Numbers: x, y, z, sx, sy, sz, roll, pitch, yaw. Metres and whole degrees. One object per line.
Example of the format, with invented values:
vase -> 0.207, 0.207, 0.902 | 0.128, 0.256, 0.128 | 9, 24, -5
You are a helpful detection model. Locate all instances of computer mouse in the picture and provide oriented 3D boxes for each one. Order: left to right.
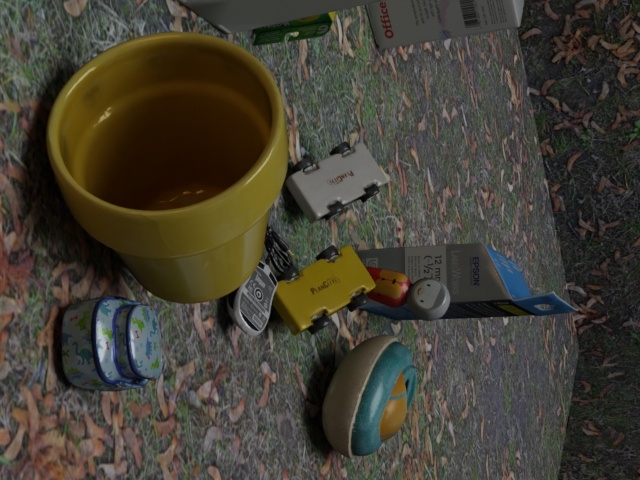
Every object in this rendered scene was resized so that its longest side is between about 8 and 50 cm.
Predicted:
computer mouse -> -0.095, 0.055, 1.906 | 0.106, 0.042, 0.193 | 52, 37, -29

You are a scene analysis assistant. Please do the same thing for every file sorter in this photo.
file sorter -> -0.045, -0.407, 1.831 | 0.193, 0.278, 0.173 | 24, 58, -67

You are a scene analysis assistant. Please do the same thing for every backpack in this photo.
backpack -> -0.225, 0.110, 1.484 | 0.114, 0.084, 0.105 | 14, 70, -66

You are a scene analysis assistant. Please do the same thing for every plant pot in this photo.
plant pot -> -0.154, -0.060, 1.520 | 0.239, 0.254, 0.254 | 81, 15, -55

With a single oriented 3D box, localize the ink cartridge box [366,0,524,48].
ink cartridge box -> 0.226, -0.491, 2.583 | 0.117, 0.278, 0.201 | -71, 149, -54

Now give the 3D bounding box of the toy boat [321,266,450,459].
toy boat -> 0.106, 0.197, 2.172 | 0.267, 0.148, 0.318 | -43, 146, -65

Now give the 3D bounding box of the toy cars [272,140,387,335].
toy cars -> 0.000, 0.000, 2.113 | 0.176, 0.087, 0.393 | 27, 49, -24

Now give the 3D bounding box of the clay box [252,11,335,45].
clay box -> -0.034, -0.389, 2.061 | 0.053, 0.127, 0.222 | 63, 29, -44

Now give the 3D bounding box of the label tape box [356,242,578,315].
label tape box -> 0.264, 0.074, 2.442 | 0.249, 0.348, 0.115 | 23, 64, -68
